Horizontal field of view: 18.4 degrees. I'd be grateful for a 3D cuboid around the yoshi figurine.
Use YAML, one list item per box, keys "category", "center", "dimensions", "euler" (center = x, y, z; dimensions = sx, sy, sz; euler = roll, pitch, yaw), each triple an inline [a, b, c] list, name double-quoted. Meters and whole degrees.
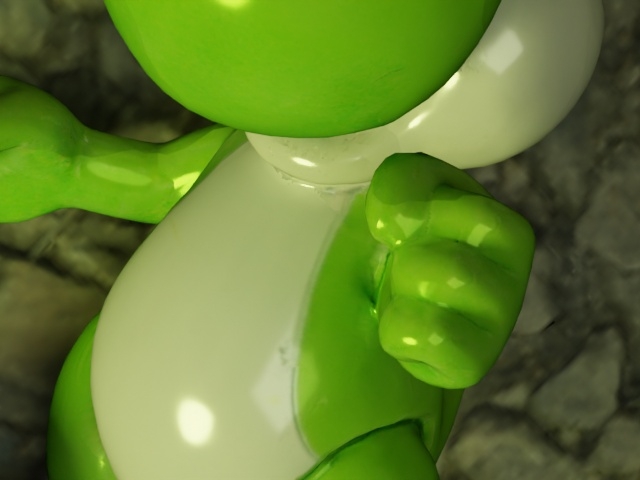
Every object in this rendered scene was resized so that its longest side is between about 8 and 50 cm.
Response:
- category: "yoshi figurine"
  center: [-0.023, -0.002, 0.565]
  dimensions: [0.203, 0.203, 0.362]
  euler: [14, 108, -10]
